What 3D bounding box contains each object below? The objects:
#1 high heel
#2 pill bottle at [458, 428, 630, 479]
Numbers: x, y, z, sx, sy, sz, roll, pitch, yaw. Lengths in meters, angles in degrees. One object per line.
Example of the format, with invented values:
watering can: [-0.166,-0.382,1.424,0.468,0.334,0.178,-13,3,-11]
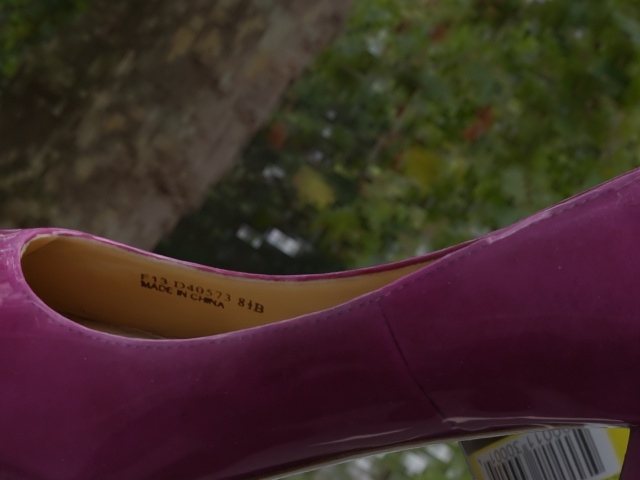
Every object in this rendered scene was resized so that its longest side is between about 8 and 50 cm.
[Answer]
high heel: [0.000,0.000,0.389,0.244,0.117,0.082,15,19,18]
pill bottle: [0.133,0.127,0.670,0.119,0.119,0.208,116,-47,-76]
